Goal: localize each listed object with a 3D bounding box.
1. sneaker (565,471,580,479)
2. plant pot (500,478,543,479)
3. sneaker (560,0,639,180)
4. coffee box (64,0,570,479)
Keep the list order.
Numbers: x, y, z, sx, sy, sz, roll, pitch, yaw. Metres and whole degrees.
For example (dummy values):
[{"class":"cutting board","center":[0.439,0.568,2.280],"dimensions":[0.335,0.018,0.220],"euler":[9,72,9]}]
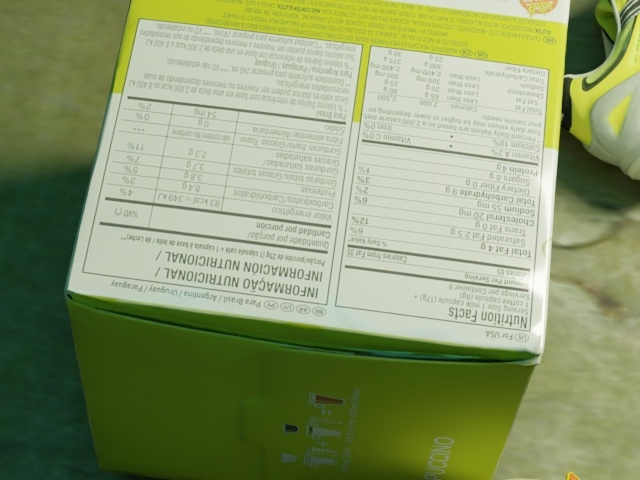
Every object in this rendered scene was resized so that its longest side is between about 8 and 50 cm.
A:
[{"class":"sneaker","center":[0.155,0.252,1.373],"dimensions":[0.175,0.064,0.067],"euler":[-20,45,-21]},{"class":"plant pot","center":[0.175,0.322,1.394],"dimensions":[0.236,0.032,0.236],"euler":[0,70,-1]},{"class":"sneaker","center":[0.347,-0.239,1.542],"dimensions":[0.147,0.145,0.385],"euler":[26,70,9]},{"class":"coffee box","center":[0.000,0.000,1.327],"dimensions":[0.338,0.338,0.334],"euler":[7,61,1]}]
